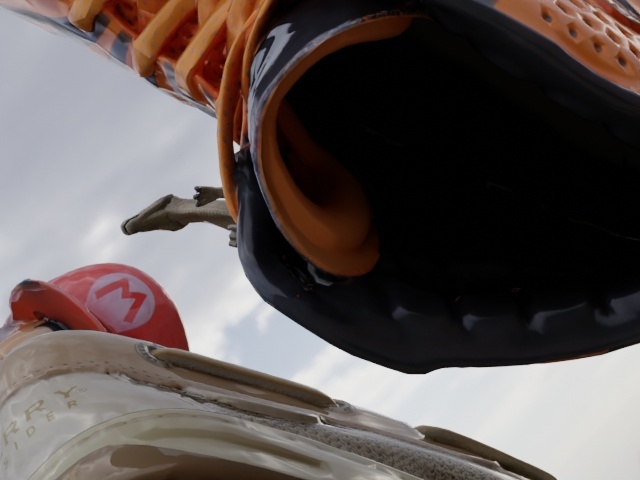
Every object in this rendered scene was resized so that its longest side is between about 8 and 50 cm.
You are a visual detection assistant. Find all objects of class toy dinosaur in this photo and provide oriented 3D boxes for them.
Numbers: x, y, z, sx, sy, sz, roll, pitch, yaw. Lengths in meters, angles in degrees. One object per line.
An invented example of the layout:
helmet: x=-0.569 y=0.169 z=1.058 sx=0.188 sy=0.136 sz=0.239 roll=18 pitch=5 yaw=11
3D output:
toy dinosaur: x=0.000 y=0.000 z=0.813 sx=0.092 sy=0.183 sz=0.053 roll=162 pitch=126 yaw=-82

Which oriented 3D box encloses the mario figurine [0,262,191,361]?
mario figurine: x=-0.194 y=0.123 z=0.815 sx=0.320 sy=0.198 sz=0.170 roll=-43 pitch=27 yaw=-16

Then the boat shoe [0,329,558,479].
boat shoe: x=0.042 y=0.116 z=0.593 sx=0.341 sy=0.110 sz=0.122 roll=30 pitch=-74 yaw=-33

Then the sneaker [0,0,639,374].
sneaker: x=-0.022 y=-0.075 z=0.442 sx=0.180 sy=0.321 sz=0.125 roll=-61 pitch=-8 yaw=-68
